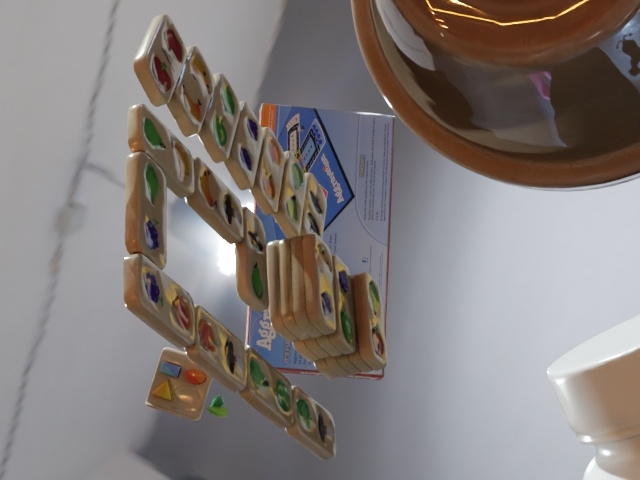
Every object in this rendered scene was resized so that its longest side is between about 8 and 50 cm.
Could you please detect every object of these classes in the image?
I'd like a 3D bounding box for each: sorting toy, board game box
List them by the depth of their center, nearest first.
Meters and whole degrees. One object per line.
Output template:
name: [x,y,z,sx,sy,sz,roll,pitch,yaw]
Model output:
sorting toy: [-0.124,0.143,1.435,0.012,0.083,0.062,59,-132,-74]
board game box: [0.000,0.000,1.534,0.027,0.145,0.281,125,149,-74]

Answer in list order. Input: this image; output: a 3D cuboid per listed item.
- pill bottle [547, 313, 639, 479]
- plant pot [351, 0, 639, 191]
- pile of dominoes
pill bottle: [0.349,0.244,1.185,0.224,0.392,0.224,-25,-2,-1]
plant pot: [0.127,-0.160,0.811,0.263,0.263,0.229,-66,-13,6]
pile of dominoes: [-0.029,-0.004,0.818,0.251,0.040,0.196,47,-147,-54]
